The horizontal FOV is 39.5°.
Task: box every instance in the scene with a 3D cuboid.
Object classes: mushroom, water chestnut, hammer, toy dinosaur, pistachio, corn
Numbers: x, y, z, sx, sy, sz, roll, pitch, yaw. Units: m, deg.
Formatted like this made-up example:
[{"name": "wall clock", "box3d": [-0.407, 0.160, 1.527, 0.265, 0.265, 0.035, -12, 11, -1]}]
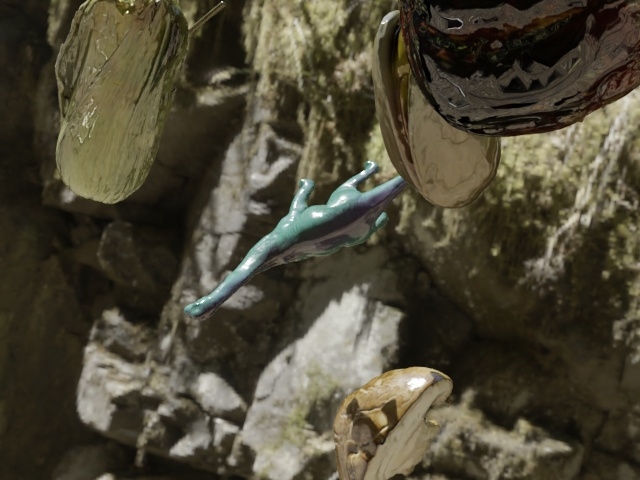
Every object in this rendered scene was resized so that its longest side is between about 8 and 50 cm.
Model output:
[{"name": "mushroom", "box3d": [0.103, 0.317, 1.540, 0.156, 0.286, 0.151, 16, 19, -48]}, {"name": "water chestnut", "box3d": [0.218, -0.239, 0.951, 0.289, 0.289, 0.244, 12, 14, 13]}, {"name": "hammer", "box3d": [-0.160, -0.278, 1.154, 0.110, 0.019, 0.035, -29, -67, 34]}, {"name": "toy dinosaur", "box3d": [0.000, 0.000, 1.391, 0.383, 0.129, 0.331, -19, 17, 23]}, {"name": "pistachio", "box3d": [0.150, -0.173, 1.216, 0.166, 0.197, 0.288, -1, -53, 39]}, {"name": "corn", "box3d": [-0.249, -0.181, 1.097, 0.123, 0.305, 0.122, 38, 39, 20]}]
